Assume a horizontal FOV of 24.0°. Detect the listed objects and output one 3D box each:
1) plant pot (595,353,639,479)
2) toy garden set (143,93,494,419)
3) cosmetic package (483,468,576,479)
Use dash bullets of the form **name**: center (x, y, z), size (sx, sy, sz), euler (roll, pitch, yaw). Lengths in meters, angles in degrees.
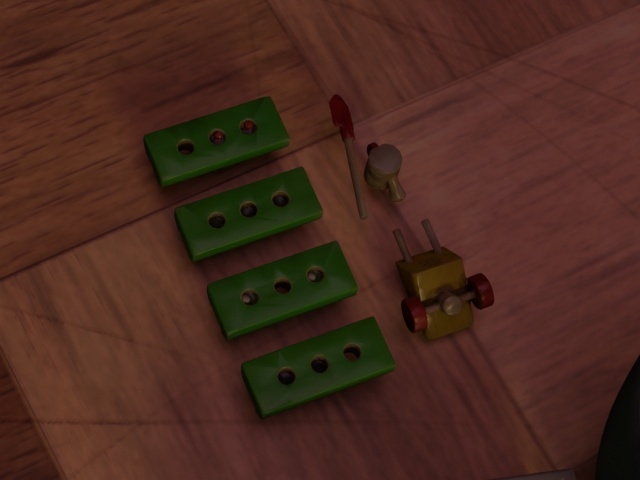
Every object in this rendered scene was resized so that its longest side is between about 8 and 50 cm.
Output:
- **plant pot**: center (0.322, 0.172, 1.039), size (0.293, 0.235, 0.293), euler (3, 66, -7)
- **toy garden set**: center (0.000, 0.000, 1.174), size (0.204, 0.049, 0.244), euler (-19, 69, -14)
- **cosmetic package**: center (0.069, 0.243, 1.042), size (0.238, 0.107, 0.127), euler (-9, 64, -9)
